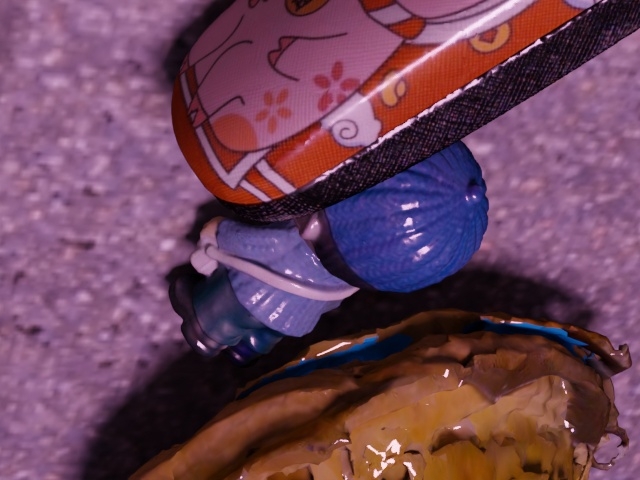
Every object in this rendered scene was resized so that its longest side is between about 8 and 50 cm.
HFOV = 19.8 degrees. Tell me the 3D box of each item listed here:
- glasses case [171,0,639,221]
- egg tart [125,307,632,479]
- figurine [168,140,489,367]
[{"bbox_3d":[0.062,-0.100,0.683,0.267,0.103,0.067,-33,133,9],"label":"glasses case"},{"bbox_3d":[0.034,0.146,0.871,0.291,0.107,0.290,-16,147,-11],"label":"egg tart"},{"bbox_3d":[0.000,0.000,0.770,0.086,0.087,0.149,26,125,-39],"label":"figurine"}]
